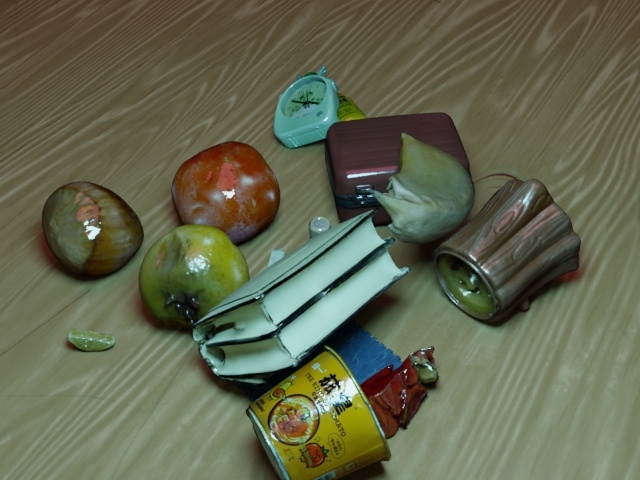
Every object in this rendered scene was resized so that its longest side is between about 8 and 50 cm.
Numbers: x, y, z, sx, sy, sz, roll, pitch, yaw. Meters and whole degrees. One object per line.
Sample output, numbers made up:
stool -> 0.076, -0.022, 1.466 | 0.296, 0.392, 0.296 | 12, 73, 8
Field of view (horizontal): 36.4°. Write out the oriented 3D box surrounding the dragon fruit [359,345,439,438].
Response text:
dragon fruit -> 0.141, 0.265, 1.712 | 0.192, 0.092, 0.122 | -37, 9, -36

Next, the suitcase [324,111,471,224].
suitcase -> 0.163, -0.155, 2.093 | 0.297, 0.161, 0.236 | -7, 42, -2

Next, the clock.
clock -> -0.024, -0.325, 2.308 | 0.159, 0.066, 0.211 | -12, 52, 26

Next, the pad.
pad -> -0.023, 0.226, 1.797 | 0.269, 0.012, 0.269 | -33, 49, -28

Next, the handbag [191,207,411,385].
handbag -> -0.035, 0.104, 1.758 | 0.236, 0.160, 0.358 | -16, 15, 49

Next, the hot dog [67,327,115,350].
hot dog -> -0.437, 0.193, 1.850 | 0.090, 0.034, 0.030 | 11, 29, -11

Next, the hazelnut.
hazelnut -> -0.468, -0.025, 1.998 | 0.214, 0.176, 0.214 | 26, 36, -21

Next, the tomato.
tomato -> -0.198, -0.101, 2.042 | 0.231, 0.189, 0.232 | -3, 44, 3

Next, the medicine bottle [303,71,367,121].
medicine bottle -> 0.025, -0.333, 2.375 | 0.095, 0.064, 0.260 | -28, 44, -6

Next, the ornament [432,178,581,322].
ornament -> 0.342, 0.021, 1.853 | 0.217, 0.235, 0.221 | -36, 43, -22

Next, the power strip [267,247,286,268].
power strip -> -0.095, 0.081, 1.936 | 0.030, 0.048, 0.191 | 7, 44, 6

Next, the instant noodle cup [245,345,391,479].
instant noodle cup -> -0.010, 0.303, 1.579 | 0.172, 0.216, 0.216 | -28, 46, -12

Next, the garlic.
garlic -> 0.174, -0.076, 1.824 | 0.196, 0.151, 0.338 | 43, 31, -3

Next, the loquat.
loquat -> -0.241, 0.069, 1.844 | 0.213, 0.213, 0.213 | -2, 42, 2

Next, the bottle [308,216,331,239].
bottle -> 0.000, 0.000, 1.981 | 0.045, 0.096, 0.045 | -2, 42, 2
